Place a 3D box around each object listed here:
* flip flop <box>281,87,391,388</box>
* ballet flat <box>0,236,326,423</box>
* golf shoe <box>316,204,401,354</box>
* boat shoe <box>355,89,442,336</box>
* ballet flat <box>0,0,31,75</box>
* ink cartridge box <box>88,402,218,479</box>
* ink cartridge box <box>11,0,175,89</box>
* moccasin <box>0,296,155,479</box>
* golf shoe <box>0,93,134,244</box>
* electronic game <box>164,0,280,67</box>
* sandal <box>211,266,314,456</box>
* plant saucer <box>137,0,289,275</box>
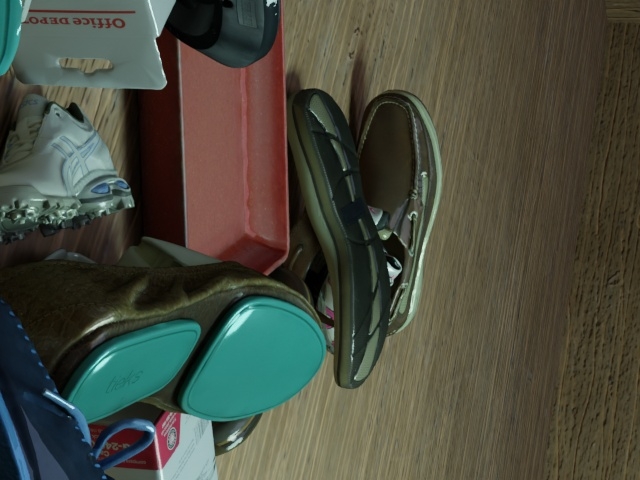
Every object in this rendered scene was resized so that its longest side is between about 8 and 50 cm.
[{"bbox_3d":[0.000,0.000,1.779,0.112,0.080,0.277,-25,101,-68],"label":"flip flop"},{"bbox_3d":[-0.113,0.052,1.253,0.116,0.124,0.342,-57,158,16],"label":"ballet flat"},{"bbox_3d":[0.036,0.045,1.883,0.067,0.086,0.186,-71,159,-50],"label":"golf shoe"},{"bbox_3d":[0.069,-0.023,1.981,0.095,0.095,0.258,-25,117,-66],"label":"boat shoe"},{"bbox_3d":[-0.227,-0.220,0.814,0.409,0.147,0.147,71,26,-55],"label":"ballet flat"},{"bbox_3d":[-0.119,0.168,1.373,0.109,0.063,0.151,-60,149,-60],"label":"ink cartridge box"},{"bbox_3d":[-0.146,-0.179,1.140,0.062,0.104,0.181,-71,158,-45],"label":"ink cartridge box"},{"bbox_3d":[-0.147,0.179,1.067,0.117,0.137,0.342,-30,111,-47],"label":"moccasin"},{"bbox_3d":[-0.176,-0.045,1.168,0.176,0.069,0.086,-20,91,-77],"label":"golf shoe"},{"bbox_3d":[-0.092,-0.214,1.205,0.229,0.048,0.229,52,-21,29],"label":"electronic game"},{"bbox_3d":[-0.070,0.086,1.548,0.060,0.090,0.219,59,38,-25],"label":"sandal"},{"bbox_3d":[-0.083,-0.083,1.495,0.258,0.047,0.259,-41,131,-69],"label":"plant saucer"}]
